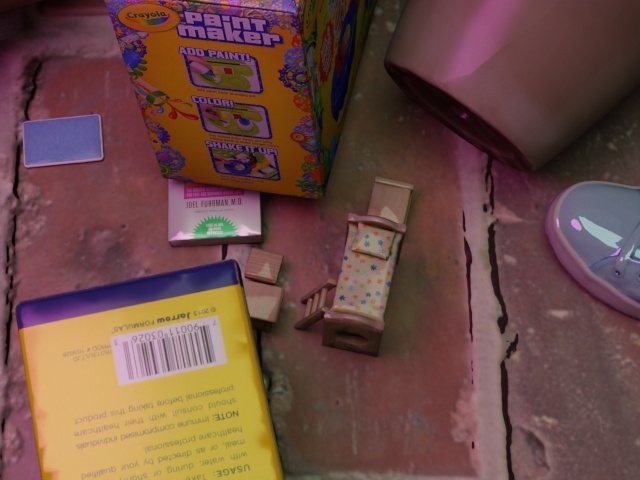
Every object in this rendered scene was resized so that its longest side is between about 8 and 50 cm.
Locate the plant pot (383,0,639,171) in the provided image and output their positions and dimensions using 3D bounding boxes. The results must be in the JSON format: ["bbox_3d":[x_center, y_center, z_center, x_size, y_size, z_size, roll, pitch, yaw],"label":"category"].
[{"bbox_3d":[0.219,-0.233,1.287,0.323,0.323,0.280,36,90,12],"label":"plant pot"}]

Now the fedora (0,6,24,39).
[{"bbox_3d":[-0.443,-0.251,1.301,0.124,0.275,0.244,-53,52,22],"label":"fedora"}]

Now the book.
[{"bbox_3d":[-0.110,-0.066,1.335,0.096,0.035,0.144,-4,70,1],"label":"book"}]

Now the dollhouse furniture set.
[{"bbox_3d":[0.000,0.000,1.271,0.161,0.101,0.182,12,69,3],"label":"dollhouse furniture set"}]

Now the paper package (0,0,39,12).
[{"bbox_3d":[-0.364,-0.378,1.264,0.309,0.325,0.168,41,114,2],"label":"paper package"}]

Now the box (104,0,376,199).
[{"bbox_3d":[-0.060,-0.242,1.238,0.177,0.279,0.290,8,60,11],"label":"box"}]

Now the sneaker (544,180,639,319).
[{"bbox_3d":[0.396,0.030,1.245,0.366,0.150,0.135,28,70,9],"label":"sneaker"}]

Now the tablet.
[{"bbox_3d":[-0.272,-0.105,1.356,0.083,0.006,0.054,-6,69,-3],"label":"tablet"}]

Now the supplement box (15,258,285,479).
[{"bbox_3d":[-0.126,0.226,1.104,0.195,0.194,0.356,-12,70,-5],"label":"supplement box"}]
